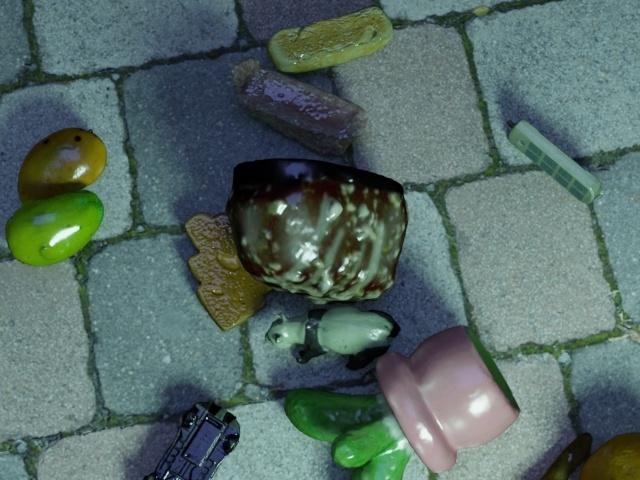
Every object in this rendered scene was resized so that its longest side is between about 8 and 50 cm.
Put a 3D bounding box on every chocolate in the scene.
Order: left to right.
[{"bbox_3d":[0.000,0.000,1.880,0.340,0.225,0.210,13,76,-40],"label":"chocolate"}]

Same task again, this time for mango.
[{"bbox_3d":[-0.456,-0.021,1.950,0.178,0.119,0.100,-29,56,-9],"label":"mango"},{"bbox_3d":[-0.465,-0.131,2.006,0.178,0.090,0.115,-35,83,-4],"label":"mango"}]

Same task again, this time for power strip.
[{"bbox_3d":[0.417,-0.147,2.037,0.227,0.080,0.029,42,81,12],"label":"power strip"}]

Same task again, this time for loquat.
[{"bbox_3d":[0.504,0.400,1.791,0.176,0.187,0.234,51,44,4],"label":"loquat"}]

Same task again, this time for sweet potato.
[{"bbox_3d":[0.380,0.424,1.853,0.075,0.075,0.269,26,59,7],"label":"sweet potato"}]

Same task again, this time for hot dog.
[{"bbox_3d":[0.017,-0.367,2.099,0.242,0.073,0.084,-19,73,-14],"label":"hot dog"}]

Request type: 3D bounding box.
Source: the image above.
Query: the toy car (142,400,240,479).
[{"bbox_3d":[-0.214,0.370,1.858,0.103,0.063,0.216,30,79,9],"label":"toy car"}]

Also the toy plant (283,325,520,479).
[{"bbox_3d":[0.145,0.311,1.818,0.356,0.210,0.317,-30,76,2],"label":"toy plant"}]

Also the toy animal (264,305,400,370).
[{"bbox_3d":[0.018,0.158,1.897,0.225,0.121,0.093,5,70,9],"label":"toy animal"}]

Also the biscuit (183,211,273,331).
[{"bbox_3d":[-0.147,0.047,1.979,0.212,0.041,0.238,11,72,-4],"label":"biscuit"}]

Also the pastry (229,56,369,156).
[{"bbox_3d":[-0.046,-0.240,2.044,0.265,0.112,0.103,30,62,-4],"label":"pastry"}]
